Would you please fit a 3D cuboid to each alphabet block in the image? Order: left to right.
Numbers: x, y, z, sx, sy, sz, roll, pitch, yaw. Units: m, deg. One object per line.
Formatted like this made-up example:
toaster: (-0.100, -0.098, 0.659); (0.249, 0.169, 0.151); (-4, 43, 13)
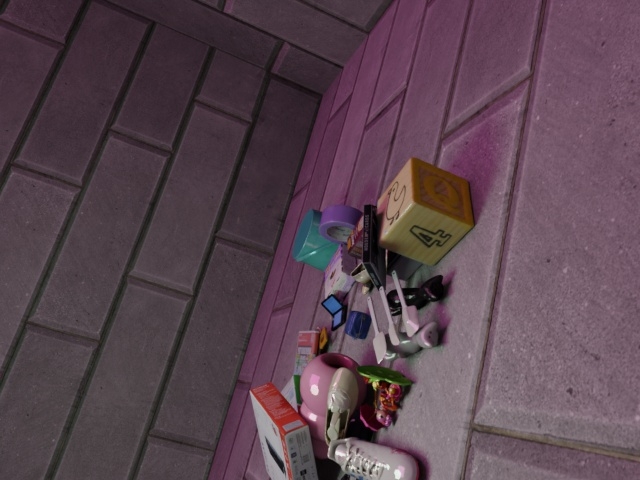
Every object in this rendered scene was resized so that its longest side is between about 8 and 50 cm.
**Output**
alphabet block: (0.285, -0.077, 1.535); (0.197, 0.193, 0.192); (124, 158, -44)

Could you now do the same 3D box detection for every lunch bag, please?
lunch bag: (0.126, 0.290, 1.873); (0.065, 0.067, 0.099); (165, 122, -73)

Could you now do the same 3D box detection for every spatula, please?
spatula: (0.193, 0.199, 1.518); (0.168, 0.019, 0.242); (-52, 25, 28)

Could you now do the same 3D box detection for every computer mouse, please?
computer mouse: (0.097, 0.602, 1.560); (0.041, 0.071, 0.242); (126, 158, -67)

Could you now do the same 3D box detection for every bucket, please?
bucket: (0.000, 0.000, 2.487); (0.281, 0.183, 0.281); (-160, 90, -77)

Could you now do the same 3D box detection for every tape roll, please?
tape roll: (0.091, -0.060, 2.223); (0.189, 0.188, 0.080); (134, 152, -58)

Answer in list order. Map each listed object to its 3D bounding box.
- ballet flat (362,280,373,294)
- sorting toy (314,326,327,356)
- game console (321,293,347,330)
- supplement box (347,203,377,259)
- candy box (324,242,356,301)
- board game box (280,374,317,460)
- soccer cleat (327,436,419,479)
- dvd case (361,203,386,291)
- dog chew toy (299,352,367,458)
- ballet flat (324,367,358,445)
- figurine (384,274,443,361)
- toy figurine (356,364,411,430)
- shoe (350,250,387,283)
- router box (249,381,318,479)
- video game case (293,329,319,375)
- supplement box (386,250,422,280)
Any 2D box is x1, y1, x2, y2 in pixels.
ballet flat: (0.171, 0.111, 1.982); (0.057, 0.049, 0.173); (141, 146, -65)
sorting toy: (-0.023, 0.472, 2.223); (0.348, 0.047, 0.196); (124, 154, -50)
game console: (0.047, 0.283, 2.156); (0.122, 0.071, 0.107); (131, 152, -56)
supplement box: (0.177, -0.029, 2.084); (0.104, 0.080, 0.188); (-90, 24, -52)
candy box: (0.081, 0.136, 2.240); (0.196, 0.070, 0.165); (-89, 24, -53)
board game box: (-0.101, 0.702, 2.050); (0.242, 0.064, 0.317); (-58, 30, 38)
soccer cleat: (0.119, 0.564, 1.383); (0.331, 0.143, 0.116); (149, 139, -66)
dvd case: (0.159, 0.027, 1.611); (0.239, 0.029, 0.179); (57, -147, -61)
dog chew toy: (0.026, 0.519, 1.695); (0.206, 0.206, 0.332); (-118, 36, -71)
ballet flat: (0.051, 0.468, 1.516); (0.086, 0.086, 0.249); (-103, 17, -65)
figurine: (0.256, 0.212, 1.485); (0.209, 0.092, 0.215); (-38, 35, 57)
toy figurine: (0.168, 0.442, 1.506); (0.173, 0.130, 0.159); (8, 91, 51)
shoe: (0.189, 0.074, 1.889); (0.219, 0.058, 0.077); (-44, 34, 31)
router box: (-0.110, 0.671, 1.759); (0.301, 0.082, 0.336); (23, 126, 61)
video game case: (-0.064, 0.504, 2.202); (0.204, 0.025, 0.285); (154, 125, -68)
supplement box: (0.269, -0.008, 1.736); (0.130, 0.073, 0.240); (125, 158, -47)
